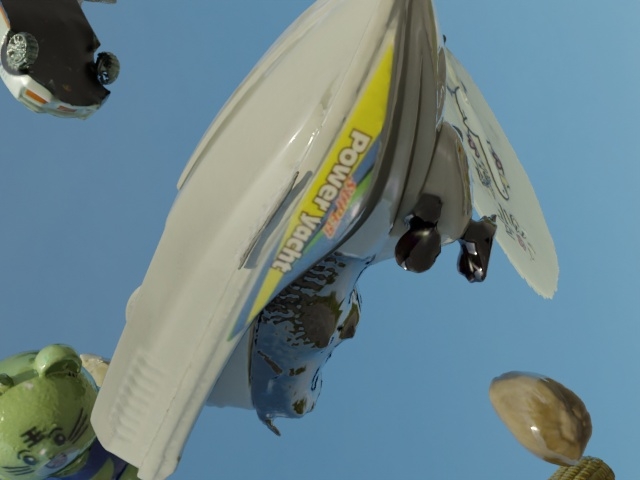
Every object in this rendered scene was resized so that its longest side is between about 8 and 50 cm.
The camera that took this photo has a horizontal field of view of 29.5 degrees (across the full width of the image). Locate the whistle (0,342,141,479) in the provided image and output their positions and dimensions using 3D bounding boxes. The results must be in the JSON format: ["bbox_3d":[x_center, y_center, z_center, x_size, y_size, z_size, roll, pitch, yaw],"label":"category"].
[{"bbox_3d":[-0.181,0.147,0.875,0.085,0.105,0.227,52,175,36],"label":"whistle"}]

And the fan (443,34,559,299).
[{"bbox_3d":[0.099,-0.129,0.921,0.414,0.012,0.233,64,175,-25],"label":"fan"}]

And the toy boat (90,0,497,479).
[{"bbox_3d":[-0.008,0.000,0.547,0.141,0.269,0.140,27,-141,-24],"label":"toy boat"}]

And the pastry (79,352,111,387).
[{"bbox_3d":[-0.234,0.190,1.439,0.166,0.166,0.088,30,-112,-46],"label":"pastry"}]

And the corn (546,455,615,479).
[{"bbox_3d":[0.393,0.475,1.991,0.344,0.131,0.131,-42,-70,-54],"label":"corn"}]

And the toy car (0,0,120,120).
[{"bbox_3d":[-0.228,-0.180,0.942,0.095,0.056,0.205,3,-128,-53],"label":"toy car"}]

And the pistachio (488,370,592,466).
[{"bbox_3d":[0.318,0.253,1.778,0.108,0.185,0.126,-26,-45,-21],"label":"pistachio"}]

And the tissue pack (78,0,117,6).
[{"bbox_3d":[-0.343,-0.313,1.386,0.145,0.159,0.229,2,-149,-47],"label":"tissue pack"}]
